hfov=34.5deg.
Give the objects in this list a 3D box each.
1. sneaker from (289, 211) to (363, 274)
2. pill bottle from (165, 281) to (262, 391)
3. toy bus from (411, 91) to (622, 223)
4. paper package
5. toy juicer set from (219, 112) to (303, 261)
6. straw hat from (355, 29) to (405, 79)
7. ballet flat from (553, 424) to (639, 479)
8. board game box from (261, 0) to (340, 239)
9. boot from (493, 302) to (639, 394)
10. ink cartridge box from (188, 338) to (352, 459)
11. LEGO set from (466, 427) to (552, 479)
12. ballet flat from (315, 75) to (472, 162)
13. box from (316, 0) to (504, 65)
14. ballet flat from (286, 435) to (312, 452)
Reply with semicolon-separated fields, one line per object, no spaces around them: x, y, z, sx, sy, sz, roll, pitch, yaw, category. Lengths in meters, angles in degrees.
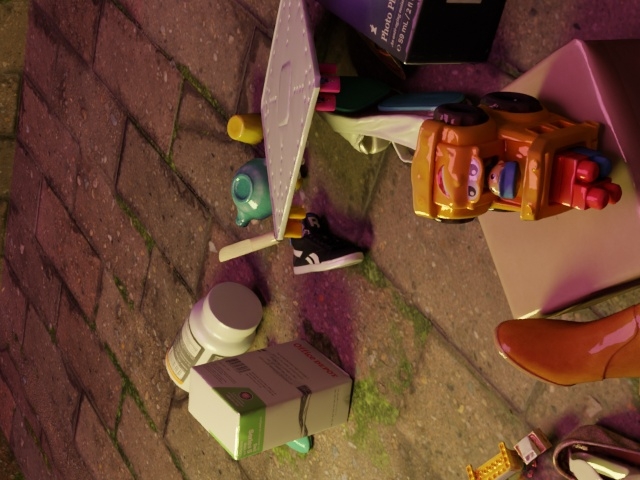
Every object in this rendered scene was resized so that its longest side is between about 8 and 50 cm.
0.000;0.000;2.050;0.217;0.079;0.121;-13;88;57;sneaker
-0.244;0.225;2.378;0.162;0.162;0.278;62;140;25;pill bottle
0.252;-0.084;1.272;0.211;0.220;0.149;26;121;43;toy bus
0.367;-0.078;1.436;0.309;0.168;0.324;-33;71;53;paper package
-0.112;-0.105;2.193;0.209;0.089;0.328;9;97;41;toy juicer set
0.123;-0.354;1.806;0.061;0.144;0.144;-43;52;2;straw hat
0.457;0.343;1.449;0.316;0.106;0.107;7;102;54;ballet flat
-0.044;-0.265;1.891;0.390;0.050;0.389;106;162;-46;board game box
0.400;0.113;1.354;0.211;0.295;0.104;116;166;-49;boot
-0.102;0.315;2.098;0.198;0.273;0.114;34;126;47;ink cartridge box
0.305;0.429;1.699;0.132;0.107;0.287;31;101;57;LEGO set
0.116;-0.204;1.817;0.400;0.139;0.139;19;113;51;ballet flat
0.150;-0.473;1.649;0.294;0.183;0.296;45;131;42;box
-0.104;0.364;2.271;0.083;0.087;0.247;-50;57;47;ballet flat
